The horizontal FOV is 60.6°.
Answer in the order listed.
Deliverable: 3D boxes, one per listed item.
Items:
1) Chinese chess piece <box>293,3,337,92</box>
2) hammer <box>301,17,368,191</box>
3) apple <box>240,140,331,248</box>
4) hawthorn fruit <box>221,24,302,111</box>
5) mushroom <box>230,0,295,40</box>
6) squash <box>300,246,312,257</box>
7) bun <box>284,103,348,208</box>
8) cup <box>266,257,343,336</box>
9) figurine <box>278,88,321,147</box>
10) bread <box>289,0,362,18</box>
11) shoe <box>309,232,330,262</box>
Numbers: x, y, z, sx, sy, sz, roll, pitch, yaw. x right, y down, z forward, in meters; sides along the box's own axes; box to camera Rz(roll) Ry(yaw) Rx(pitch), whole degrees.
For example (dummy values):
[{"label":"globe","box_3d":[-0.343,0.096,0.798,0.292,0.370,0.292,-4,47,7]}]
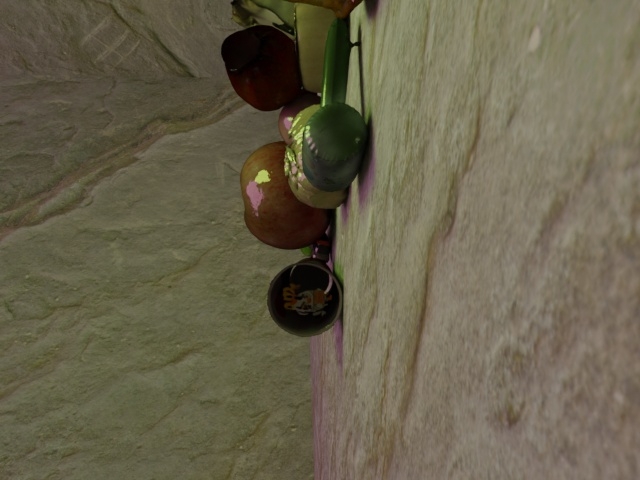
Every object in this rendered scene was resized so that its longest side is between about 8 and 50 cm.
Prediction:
[{"label":"Chinese chess piece","box_3d":[-0.004,-0.487,1.333,0.250,0.103,0.250,-4,-90,-87]},{"label":"hammer","box_3d":[0.033,-0.274,1.055,0.206,0.118,0.336,108,168,-76]},{"label":"apple","box_3d":[-0.120,-0.134,1.675,0.345,0.269,0.345,-16,-90,-76]},{"label":"hawthorn fruit","box_3d":[-0.144,-0.441,1.453,0.250,0.215,0.215,76,-170,-61]},{"label":"mushroom","box_3d":[-0.085,-0.772,1.526,0.313,0.224,0.397,-126,58,-75]},{"label":"squash","box_3d":[-0.050,-0.120,2.204,0.101,0.101,0.379,129,142,-83]},{"label":"bun","box_3d":[-0.013,-0.202,1.328,0.259,0.152,0.260,177,90,-86]},{"label":"cup","box_3d":[-0.035,0.134,1.535,0.288,0.203,0.203,-66,-24,-83]},{"label":"figurine","box_3d":[-0.034,-0.327,1.544,0.173,0.173,0.173,180,90,-86]},{"label":"bread","box_3d":[-0.012,-0.552,0.884,0.337,0.204,0.358,91,174,-78]},{"label":"shoe","box_3d":[0.000,-0.001,1.776,0.194,0.074,0.077,-104,26,-63]}]
